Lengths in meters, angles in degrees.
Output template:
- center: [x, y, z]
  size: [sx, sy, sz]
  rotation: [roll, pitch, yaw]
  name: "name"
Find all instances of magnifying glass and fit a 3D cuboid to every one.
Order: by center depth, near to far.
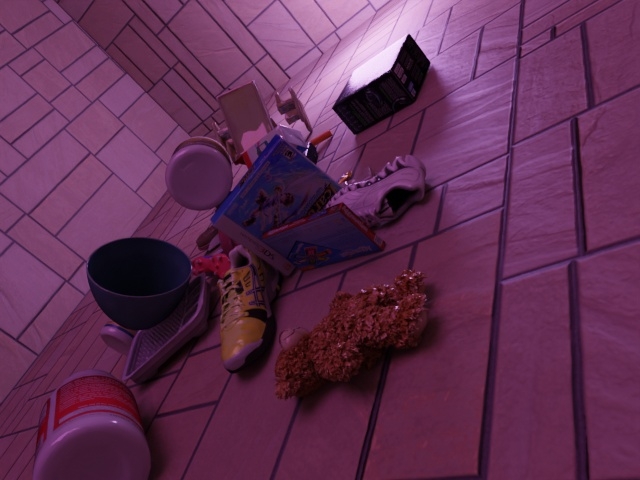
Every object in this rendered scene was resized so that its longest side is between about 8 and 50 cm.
- center: [-0.059, -0.348, 2.050]
  size: [0.230, 0.092, 0.026]
  rotation: [-30, 64, 12]
  name: "magnifying glass"

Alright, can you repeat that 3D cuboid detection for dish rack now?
- center: [-0.446, 0.269, 1.636]
  size: [0.332, 0.072, 0.286]
  rotation: [-41, 24, 9]
  name: "dish rack"

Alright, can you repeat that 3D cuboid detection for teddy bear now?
- center: [0.046, 0.156, 0.951]
  size: [0.337, 0.113, 0.245]
  rotation: [-26, 27, 38]
  name: "teddy bear"

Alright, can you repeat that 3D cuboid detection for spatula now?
- center: [-0.320, 0.017, 1.843]
  size: [0.242, 0.019, 0.168]
  rotation: [-34, 39, 38]
  name: "spatula"

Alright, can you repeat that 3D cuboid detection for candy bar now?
- center: [0.032, -0.150, 1.615]
  size: [0.161, 0.018, 0.040]
  rotation: [-41, 23, 7]
  name: "candy bar"

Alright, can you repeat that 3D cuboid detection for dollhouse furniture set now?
- center: [-0.231, -0.419, 2.142]
  size: [0.361, 0.257, 0.394]
  rotation: [-22, -9, 8]
  name: "dollhouse furniture set"

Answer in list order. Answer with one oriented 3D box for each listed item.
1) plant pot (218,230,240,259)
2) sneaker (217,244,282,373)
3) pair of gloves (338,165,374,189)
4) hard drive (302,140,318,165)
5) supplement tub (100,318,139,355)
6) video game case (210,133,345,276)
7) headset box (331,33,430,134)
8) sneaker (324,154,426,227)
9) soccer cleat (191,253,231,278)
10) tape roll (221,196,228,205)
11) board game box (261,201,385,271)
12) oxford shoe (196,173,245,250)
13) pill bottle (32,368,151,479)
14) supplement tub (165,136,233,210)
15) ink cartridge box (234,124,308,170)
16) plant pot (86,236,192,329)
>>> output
- center: [-0.154, -0.023, 1.514]
  size: [0.180, 0.201, 0.201]
  rotation: [5, 51, 42]
  name: "plant pot"
- center: [-0.196, 0.158, 1.307]
  size: [0.145, 0.147, 0.385]
  rotation: [-35, 26, 18]
  name: "sneaker"
- center: [0.054, -0.102, 1.465]
  size: [0.204, 0.042, 0.240]
  rotation: [-33, 24, 26]
  name: "pair of gloves"
- center: [-0.125, -0.200, 1.910]
  size: [0.236, 0.064, 0.339]
  rotation: [-32, 25, 26]
  name: "hard drive"
- center: [-0.631, 0.274, 1.842]
  size: [0.144, 0.144, 0.200]
  rotation: [-20, 33, 44]
  name: "supplement tub"
- center: [-0.094, -0.082, 1.351]
  size: [0.270, 0.244, 0.061]
  rotation: [-51, 28, 5]
  name: "video game case"
- center: [0.196, -0.515, 1.816]
  size: [0.283, 0.131, 0.247]
  rotation: [-22, 32, 42]
  name: "headset box"
- center: [0.116, -0.080, 1.254]
  size: [0.292, 0.110, 0.118]
  rotation: [-34, 34, 25]
  name: "sneaker"
- center: [-0.319, 0.080, 1.736]
  size: [0.247, 0.083, 0.095]
  rotation: [-4, 4, 41]
  name: "soccer cleat"
- center: [-0.238, -0.142, 1.817]
  size: [0.219, 0.072, 0.219]
  rotation: [-36, 23, 18]
  name: "tape roll"
- center: [0.000, 0.000, 1.247]
  size: [0.281, 0.145, 0.027]
  rotation: [-17, 39, 47]
  name: "board game box"
- center: [-0.363, -0.110, 2.066]
  size: [0.348, 0.130, 0.123]
  rotation: [-45, 23, -1]
  name: "oxford shoe"
- center: [-0.539, 0.453, 1.274]
  size: [0.229, 0.229, 0.407]
  rotation: [-49, 23, -11]
  name: "pill bottle"
- center: [-0.434, -0.252, 1.961]
  size: [0.228, 0.228, 0.316]
  rotation: [-42, 21, 5]
  name: "supplement tub"
- center: [-0.175, -0.300, 1.900]
  size: [0.231, 0.078, 0.134]
  rotation: [-33, -17, 27]
  name: "ink cartridge box"
- center: [-0.537, 0.150, 1.611]
  size: [0.290, 0.289, 0.196]
  rotation: [-86, 8, -58]
  name: "plant pot"
